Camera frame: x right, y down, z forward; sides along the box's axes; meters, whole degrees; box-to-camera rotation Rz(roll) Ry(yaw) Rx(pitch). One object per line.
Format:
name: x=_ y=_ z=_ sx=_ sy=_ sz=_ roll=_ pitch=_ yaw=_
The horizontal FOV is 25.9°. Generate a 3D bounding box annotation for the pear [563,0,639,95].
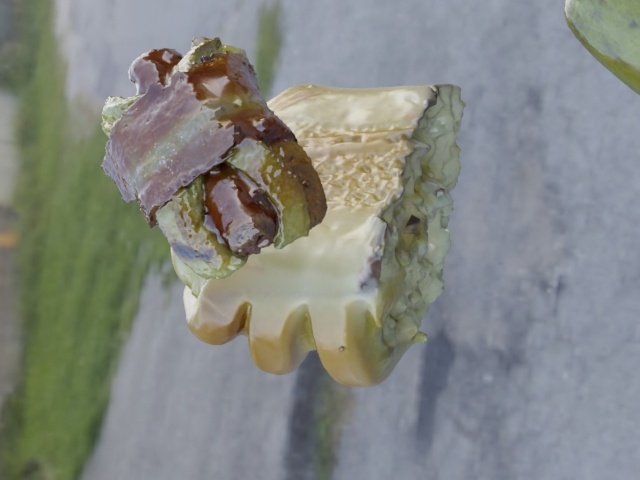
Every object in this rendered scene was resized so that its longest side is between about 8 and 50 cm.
pear: x=0.446 y=-0.277 z=1.639 sx=0.287 sy=0.375 sz=0.287 roll=21 pitch=-90 yaw=-83

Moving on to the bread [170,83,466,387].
bread: x=0.000 y=0.000 z=1.323 sx=0.315 sy=0.270 sz=0.211 roll=-70 pitch=-30 yaw=-42

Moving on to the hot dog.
hot dog: x=-0.089 y=-0.070 z=1.064 sx=0.213 sy=0.146 sz=0.103 roll=52 pitch=174 yaw=35
